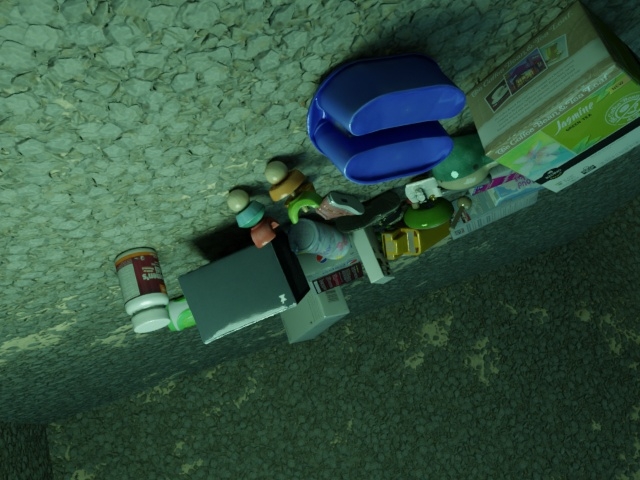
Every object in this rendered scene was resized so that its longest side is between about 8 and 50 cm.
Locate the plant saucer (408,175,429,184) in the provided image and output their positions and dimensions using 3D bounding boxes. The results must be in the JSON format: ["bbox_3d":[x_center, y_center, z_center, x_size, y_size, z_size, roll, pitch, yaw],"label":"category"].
[{"bbox_3d":[0.332,-0.196,1.741,0.084,0.013,0.083,-19,160,-7],"label":"plant saucer"}]

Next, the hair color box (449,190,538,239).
[{"bbox_3d":[0.688,-0.145,2.100,0.375,0.113,0.185,-26,160,12],"label":"hair color box"}]

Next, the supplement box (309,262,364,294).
[{"bbox_3d":[0.063,0.143,2.249,0.240,0.073,0.130,-20,146,-1],"label":"supplement box"}]

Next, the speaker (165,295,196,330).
[{"bbox_3d":[-0.442,0.249,1.965,0.297,0.131,0.131,-19,161,-7],"label":"speaker"}]

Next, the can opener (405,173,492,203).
[{"bbox_3d":[0.407,-0.190,1.654,0.281,0.074,0.093,-13,-151,30],"label":"can opener"}]

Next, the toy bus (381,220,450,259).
[{"bbox_3d":[0.364,-0.022,1.943,0.130,0.108,0.333,4,-161,38],"label":"toy bus"}]

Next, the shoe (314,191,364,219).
[{"bbox_3d":[0.061,-0.105,1.640,0.081,0.063,0.178,-32,153,33],"label":"shoe"}]

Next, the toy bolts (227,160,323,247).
[{"bbox_3d":[-0.132,-0.119,1.366,0.229,0.158,0.218,-36,-162,12],"label":"toy bolts"}]

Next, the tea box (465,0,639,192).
[{"bbox_3d":[0.599,-0.327,1.249,0.324,0.219,0.329,17,142,-32],"label":"tea box"}]

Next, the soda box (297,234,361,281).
[{"bbox_3d":[0.062,0.060,2.022,0.286,0.098,0.091,-23,160,3],"label":"soda box"}]

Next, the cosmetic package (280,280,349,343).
[{"bbox_3d":[-0.042,0.334,2.479,0.156,0.217,0.385,-6,154,-35],"label":"cosmetic package"}]

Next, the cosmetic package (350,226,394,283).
[{"bbox_3d":[0.187,0.040,1.881,0.060,0.239,0.099,-31,159,24],"label":"cosmetic package"}]

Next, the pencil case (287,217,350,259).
[{"bbox_3d":[0.000,0.000,1.754,0.114,0.124,0.273,18,-177,30],"label":"pencil case"}]

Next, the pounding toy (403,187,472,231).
[{"bbox_3d":[0.398,-0.131,1.822,0.237,0.110,0.183,8,-140,43],"label":"pounding toy"}]

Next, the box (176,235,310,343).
[{"bbox_3d":[-0.219,0.137,1.604,0.294,0.211,0.395,-23,180,4],"label":"box"}]

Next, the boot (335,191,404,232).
[{"bbox_3d":[0.183,-0.078,1.798,0.237,0.085,0.178,-26,163,11],"label":"boot"}]

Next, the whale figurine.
[{"bbox_3d":[0.449,-0.269,1.515,0.272,0.141,0.216,-37,-158,-8],"label":"whale figurine"}]

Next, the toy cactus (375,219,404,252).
[{"bbox_3d":[0.273,-0.023,2.040,0.180,0.112,0.219,-38,149,-22],"label":"toy cactus"}]

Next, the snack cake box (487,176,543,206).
[{"bbox_3d":[0.713,-0.243,1.801,0.265,0.152,0.089,-21,161,-1],"label":"snack cake box"}]

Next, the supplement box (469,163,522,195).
[{"bbox_3d":[0.590,-0.254,1.709,0.220,0.113,0.111,-22,160,-2],"label":"supplement box"}]

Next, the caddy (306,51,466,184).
[{"bbox_3d":[0.141,-0.271,1.110,0.342,0.179,0.241,-14,136,-19],"label":"caddy"}]

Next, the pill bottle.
[{"bbox_3d":[-0.506,0.142,1.464,0.121,0.221,0.121,-19,161,-7],"label":"pill bottle"}]
